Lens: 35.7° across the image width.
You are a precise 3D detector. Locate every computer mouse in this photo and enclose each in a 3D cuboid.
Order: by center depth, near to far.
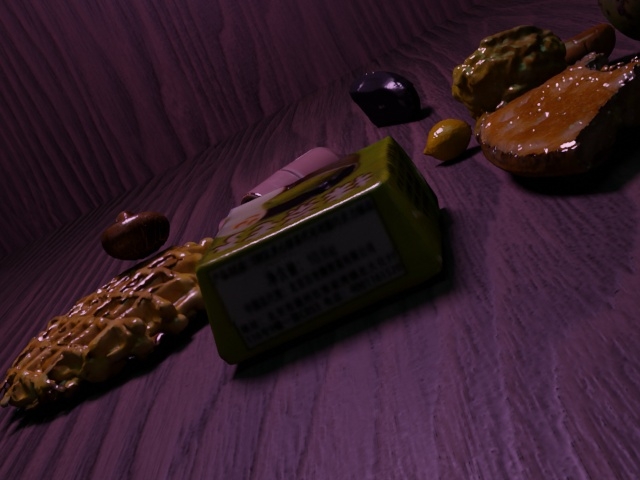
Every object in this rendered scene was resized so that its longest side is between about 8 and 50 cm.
[{"bbox_3d":[0.147,-0.305,2.111,0.073,0.122,0.217,-47,22,-19],"label":"computer mouse"}]

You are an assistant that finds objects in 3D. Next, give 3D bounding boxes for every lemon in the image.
[{"bbox_3d":[0.204,-0.161,1.610,0.092,0.065,0.065,-29,13,28],"label":"lemon"}]

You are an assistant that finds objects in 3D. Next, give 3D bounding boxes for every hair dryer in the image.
[{"bbox_3d":[-0.100,-0.058,1.798,0.189,0.107,0.344,-38,11,-33],"label":"hair dryer"}]

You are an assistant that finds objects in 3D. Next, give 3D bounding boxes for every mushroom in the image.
[{"bbox_3d":[-0.312,-0.008,1.686,0.109,0.085,0.126,1,9,40],"label":"mushroom"}]

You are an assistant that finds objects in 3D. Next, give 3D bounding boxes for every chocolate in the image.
[{"bbox_3d":[0.000,0.000,1.292,0.301,0.137,0.289,-26,15,13],"label":"chocolate"}]

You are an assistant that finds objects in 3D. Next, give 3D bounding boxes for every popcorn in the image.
[{"bbox_3d":[0.303,-0.246,1.554,0.197,0.156,0.197,-31,-2,-1],"label":"popcorn"}]

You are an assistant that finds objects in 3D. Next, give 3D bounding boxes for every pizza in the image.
[{"bbox_3d":[0.328,-0.154,1.303,0.223,0.089,0.323,-36,16,-2],"label":"pizza"}]

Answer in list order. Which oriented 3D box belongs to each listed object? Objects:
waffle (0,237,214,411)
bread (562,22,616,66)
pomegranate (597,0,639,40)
[{"bbox_3d":[-0.328,0.132,1.578,0.382,0.095,0.380,-28,16,12],"label":"waffle"},{"bbox_3d":[0.409,-0.294,1.659,0.189,0.077,0.114,-22,-4,29],"label":"bread"},{"bbox_3d":[0.570,-0.407,1.496,0.291,0.323,0.291,-32,41,33],"label":"pomegranate"}]
